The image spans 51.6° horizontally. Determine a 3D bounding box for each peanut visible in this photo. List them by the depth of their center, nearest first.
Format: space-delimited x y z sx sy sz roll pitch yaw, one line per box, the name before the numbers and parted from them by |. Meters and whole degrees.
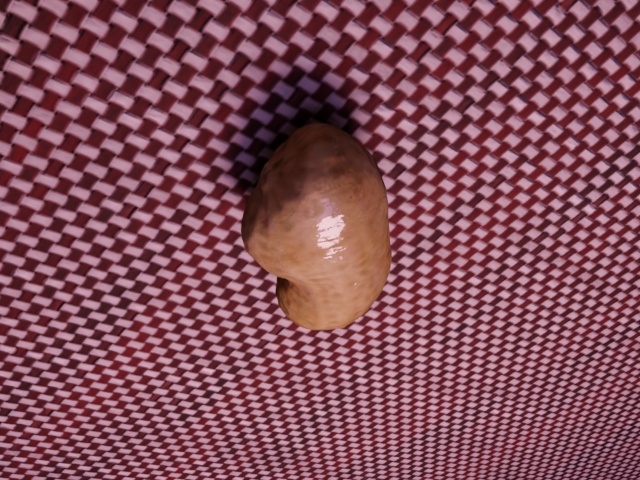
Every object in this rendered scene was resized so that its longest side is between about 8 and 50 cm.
peanut | 0.000 0.000 0.633 0.137 0.122 0.253 -8 142 6
